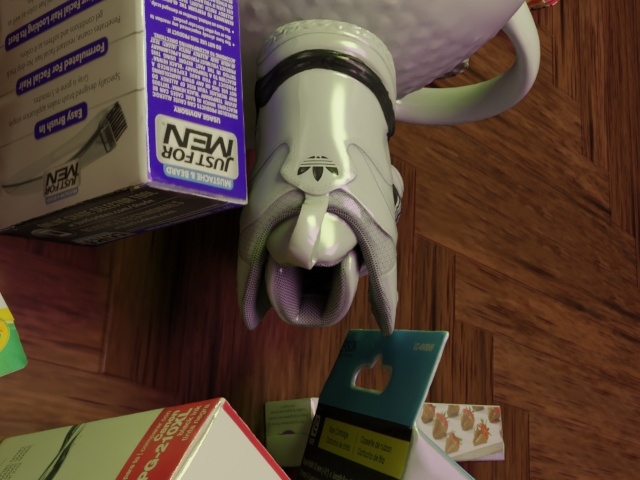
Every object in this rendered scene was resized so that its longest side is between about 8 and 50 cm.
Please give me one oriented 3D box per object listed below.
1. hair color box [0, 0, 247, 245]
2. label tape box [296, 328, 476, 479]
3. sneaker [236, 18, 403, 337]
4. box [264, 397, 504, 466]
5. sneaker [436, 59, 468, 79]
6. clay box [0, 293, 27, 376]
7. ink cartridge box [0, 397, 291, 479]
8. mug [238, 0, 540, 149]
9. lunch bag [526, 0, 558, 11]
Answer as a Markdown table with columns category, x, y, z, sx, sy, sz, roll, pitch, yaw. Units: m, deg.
| category | x | y | z | sx | sy | sz | roll | pitch | yaw |
| --- | --- | --- | --- | --- | --- | --- | --- | --- | --- |
| hair color box | -0.161 | -0.179 | 0.836 | 0.110 | 0.185 | 0.339 | 12 | 71 | -48 |
| label tape box | 0.049 | 0.250 | 0.836 | 0.115 | 0.249 | 0.347 | 20 | 80 | -14 |
| sneaker | 0.000 | 0.000 | 0.913 | 0.366 | 0.137 | 0.210 | 85 | 9 | -62 |
| box | 0.077 | 0.199 | 1.102 | 0.324 | 0.067 | 0.063 | 12 | 70 | -48 |
| sneaker | 0.088 | -0.317 | 1.232 | 0.293 | 0.102 | 0.146 | 42 | 50 | -34 |
| clay box | -0.291 | 0.007 | 0.684 | 0.127 | 0.053 | 0.222 | -18 | 77 | -54 |
| ink cartridge box | -0.122 | 0.212 | 0.732 | 0.172 | 0.237 | 0.100 | 55 | 42 | -23 |
| mug | 0.048 | -0.227 | 0.982 | 0.374 | 0.328 | 0.276 | 38 | 53 | -37 |
| lunch bag | 0.238 | -0.447 | 1.431 | 0.293 | 0.120 | 0.258 | 55 | 45 | -24 |
